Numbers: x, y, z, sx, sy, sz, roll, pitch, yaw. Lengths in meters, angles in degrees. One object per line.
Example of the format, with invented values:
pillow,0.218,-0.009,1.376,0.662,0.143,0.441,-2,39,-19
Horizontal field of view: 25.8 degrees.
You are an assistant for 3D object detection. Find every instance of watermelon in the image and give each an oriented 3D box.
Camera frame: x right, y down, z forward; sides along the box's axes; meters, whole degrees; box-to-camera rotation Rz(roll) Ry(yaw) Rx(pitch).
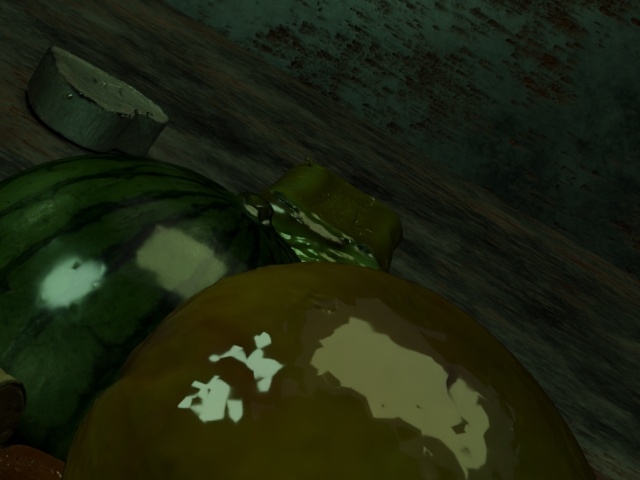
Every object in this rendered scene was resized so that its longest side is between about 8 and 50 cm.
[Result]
watermelon,-0.118,0.040,0.998,0.331,0.189,0.331,24,9,-4

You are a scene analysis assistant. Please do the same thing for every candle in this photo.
candle,-0.282,-0.170,1.688,0.168,0.068,0.192,38,13,20

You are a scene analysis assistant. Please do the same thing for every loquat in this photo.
loquat,0.016,0.150,0.698,0.276,0.276,0.284,15,22,-50

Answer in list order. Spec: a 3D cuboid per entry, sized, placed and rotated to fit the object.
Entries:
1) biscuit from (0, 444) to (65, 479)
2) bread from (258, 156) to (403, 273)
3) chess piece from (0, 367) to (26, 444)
biscuit,-0.171,0.147,0.816,0.078,0.015,0.091,29,12,0
bread,0.000,0.000,1.562,0.166,0.112,0.383,32,11,0
chess piece,-0.259,0.065,0.853,0.172,0.060,0.060,33,12,23
